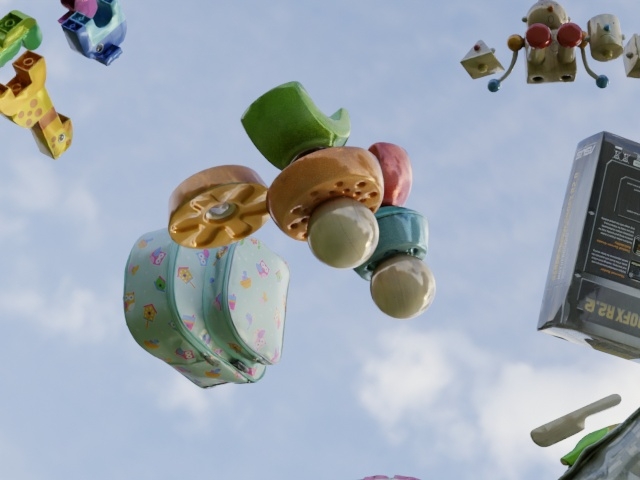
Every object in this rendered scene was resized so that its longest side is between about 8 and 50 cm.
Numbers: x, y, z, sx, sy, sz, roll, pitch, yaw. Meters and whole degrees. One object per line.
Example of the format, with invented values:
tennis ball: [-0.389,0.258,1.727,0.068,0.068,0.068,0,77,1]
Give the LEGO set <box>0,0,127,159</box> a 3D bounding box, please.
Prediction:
LEGO set: [-0.223,-0.127,1.188,0.087,0.227,0.093,29,-29,32]

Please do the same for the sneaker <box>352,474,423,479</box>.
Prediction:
sneaker: [-0.006,0.204,0.891,0.178,0.077,0.072,-21,-29,-2]

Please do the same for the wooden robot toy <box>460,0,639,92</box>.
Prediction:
wooden robot toy: [0.201,-0.177,1.245,0.173,0.079,0.076,-2,-27,2]

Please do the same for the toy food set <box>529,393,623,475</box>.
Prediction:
toy food set: [0.319,0.255,1.564,0.192,0.132,0.038,60,-18,20]

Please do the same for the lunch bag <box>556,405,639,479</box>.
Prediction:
lunch bag: [0.250,0.229,0.873,0.287,0.169,0.235,45,-83,12]

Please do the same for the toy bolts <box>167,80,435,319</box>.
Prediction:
toy bolts: [0.000,0.000,1.319,0.218,0.158,0.228,-37,-33,26]

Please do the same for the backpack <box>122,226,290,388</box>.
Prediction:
backpack: [-0.127,0.065,1.660,0.144,0.166,0.188,-15,-34,38]

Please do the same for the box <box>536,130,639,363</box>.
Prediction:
box: [0.323,0.025,1.329,0.231,0.183,0.056,17,-13,-13]
